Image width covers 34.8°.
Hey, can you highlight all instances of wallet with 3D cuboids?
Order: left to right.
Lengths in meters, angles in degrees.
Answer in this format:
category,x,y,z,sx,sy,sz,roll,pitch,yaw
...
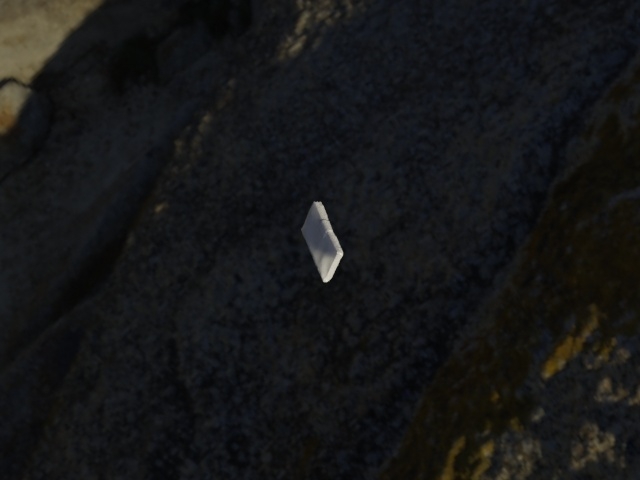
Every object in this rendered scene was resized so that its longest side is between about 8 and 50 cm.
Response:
category,x,y,z,sx,sy,sz,roll,pitch,yaw
wallet,0.000,0.000,1.053,0.044,0.011,0.083,-63,34,35
